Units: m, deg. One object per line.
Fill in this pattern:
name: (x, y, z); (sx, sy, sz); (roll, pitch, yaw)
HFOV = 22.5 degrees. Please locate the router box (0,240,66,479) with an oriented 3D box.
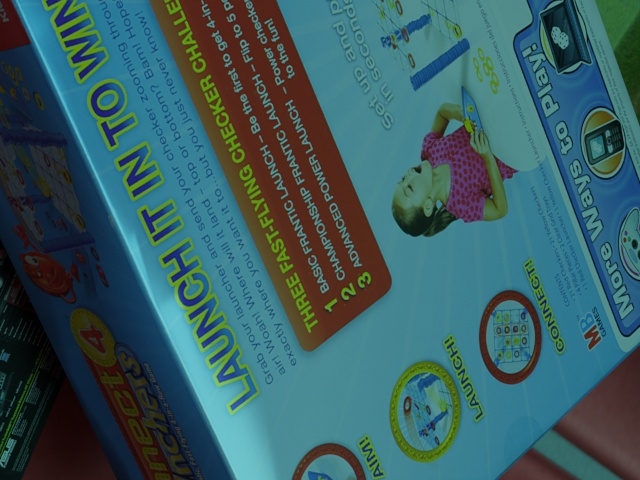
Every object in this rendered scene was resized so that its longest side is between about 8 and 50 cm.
router box: (-0.148, 0.036, 0.680); (0.092, 0.038, 0.122); (28, 83, -48)

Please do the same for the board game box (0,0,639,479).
board game box: (0.011, -0.037, 0.709); (0.302, 0.086, 0.308); (-35, 110, -37)

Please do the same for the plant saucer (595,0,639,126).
plant saucer: (0.164, -0.166, 0.927); (0.188, 0.045, 0.188); (-55, 135, -16)
